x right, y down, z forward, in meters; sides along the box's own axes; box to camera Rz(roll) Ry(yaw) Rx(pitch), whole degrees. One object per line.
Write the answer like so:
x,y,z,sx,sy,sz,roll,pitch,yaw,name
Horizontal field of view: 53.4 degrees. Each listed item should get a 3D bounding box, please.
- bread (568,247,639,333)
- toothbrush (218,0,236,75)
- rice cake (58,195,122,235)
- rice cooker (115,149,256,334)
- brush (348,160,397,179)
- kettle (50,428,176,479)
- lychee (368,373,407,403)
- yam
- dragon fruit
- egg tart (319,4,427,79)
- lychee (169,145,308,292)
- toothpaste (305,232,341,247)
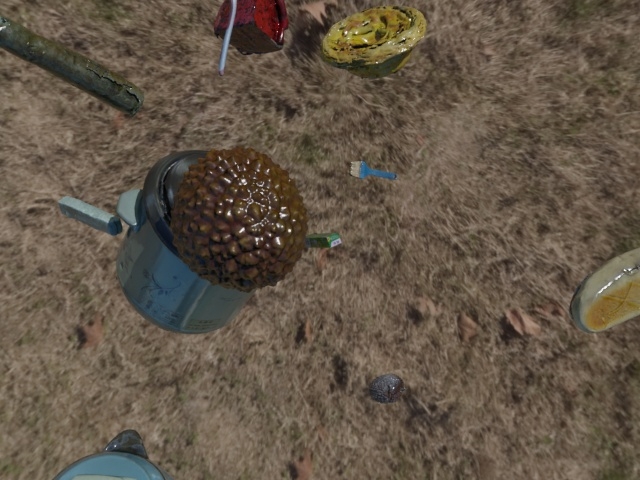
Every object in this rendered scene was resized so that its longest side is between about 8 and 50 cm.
0.354,0.039,0.704,0.214,0.053,0.073,-19,115,-19,bread
-0.132,-0.340,0.939,0.019,0.013,0.193,5,98,-31,toothbrush
-0.406,-0.044,1.120,0.170,0.029,0.033,18,132,34,rice cake
-0.196,-0.001,1.073,0.316,0.264,0.317,3,136,2,rice cooker
0.157,-0.200,1.876,0.164,0.014,0.051,8,87,-27,brush
-0.243,0.410,0.726,0.247,0.320,0.342,5,131,-5,kettle
0.144,0.315,1.349,0.083,0.068,0.067,-2,140,11,lychee
-0.197,-0.136,0.492,0.129,0.033,0.027,25,92,-46,yam
-0.151,-0.511,1.434,0.127,0.120,0.161,6,79,26,dragon fruit
0.064,-0.227,0.737,0.128,0.129,0.049,-18,132,6,egg tart
-0.111,-0.029,0.853,0.200,0.238,0.200,-9,111,-24,lychee
0.000,0.000,1.921,0.043,0.178,0.037,-26,101,-25,toothpaste
